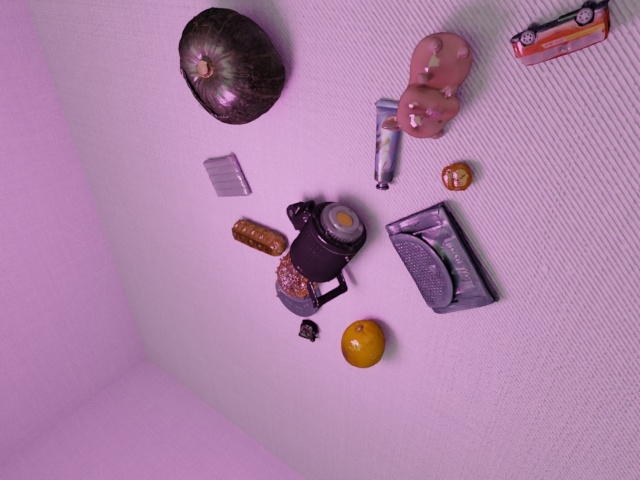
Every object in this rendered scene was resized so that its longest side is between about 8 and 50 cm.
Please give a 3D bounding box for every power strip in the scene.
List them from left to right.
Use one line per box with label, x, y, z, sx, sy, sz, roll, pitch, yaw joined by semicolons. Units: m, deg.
power strip;-0.103;0.249;1.794;0.253;0.054;0.168;11;123;35

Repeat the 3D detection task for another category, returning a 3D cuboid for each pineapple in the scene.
pineapple;-0.106;0.141;1.673;0.224;0.076;0.225;7;102;34

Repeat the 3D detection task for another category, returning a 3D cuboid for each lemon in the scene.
lemon;0.162;0.396;1.580;0.169;0.170;0.208;23;136;28

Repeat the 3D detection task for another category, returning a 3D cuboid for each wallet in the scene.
wallet;0.357;0.072;1.267;0.237;0.075;0.342;-23;101;50

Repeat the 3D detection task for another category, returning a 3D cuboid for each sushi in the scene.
sushi;-0.047;0.400;1.846;0.084;0.056;0.083;25;124;28

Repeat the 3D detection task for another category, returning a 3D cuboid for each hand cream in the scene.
hand cream;0.191;-0.272;1.204;0.088;0.055;0.256;17;121;27

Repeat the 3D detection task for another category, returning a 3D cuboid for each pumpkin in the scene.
pumpkin;-0.279;-0.531;1.274;0.328;0.257;0.291;47;125;-2

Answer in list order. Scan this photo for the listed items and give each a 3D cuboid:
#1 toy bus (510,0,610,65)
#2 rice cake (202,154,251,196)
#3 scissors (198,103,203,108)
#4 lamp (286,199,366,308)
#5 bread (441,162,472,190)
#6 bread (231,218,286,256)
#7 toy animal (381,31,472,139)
toy bus;0.482;-0.413;0.835;0.174;0.079;0.077;-7;122;43
rice cake;-0.387;-0.261;1.715;0.198;0.037;0.190;-6;113;43
scissors;-0.378;-0.561;1.513;0.256;0.030;0.125;-29;97;44
lamp;0.031;0.012;1.405;0.272;0.205;0.375;-26;87;51
bread;0.367;-0.171;1.114;0.083;0.046;0.081;31;131;24
bread;-0.255;-0.010;1.731;0.269;0.098;0.087;21;171;29
toy animal;0.264;-0.365;0.996;0.166;0.154;0.250;19;125;3
